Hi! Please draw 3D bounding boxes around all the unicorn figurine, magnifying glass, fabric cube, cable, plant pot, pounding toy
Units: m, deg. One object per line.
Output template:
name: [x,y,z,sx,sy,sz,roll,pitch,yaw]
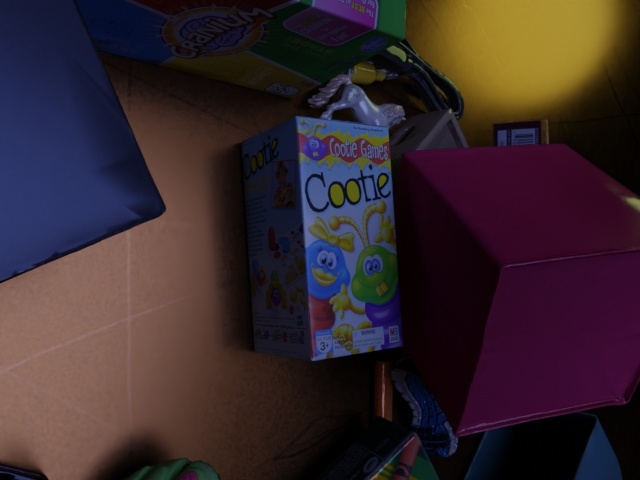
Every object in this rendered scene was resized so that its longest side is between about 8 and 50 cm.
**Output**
unicorn figurine: [0.063,-0.176,0.870,0.111,0.060,0.162,-53,132,-6]
magnifying glass: [0.089,0.290,0.865,0.092,0.026,0.231,6,81,-33]
fabric cube: [0.247,0.048,0.766,0.254,0.258,0.259,-5,124,-16]
cable: [0.119,-0.276,0.939,0.287,0.072,0.140,16,72,-44]
plant pot: [0.383,0.397,0.975,0.234,0.165,0.166,49,62,-29]
pounding toy: [0.189,-0.093,0.937,0.181,0.094,0.206,-50,121,-32]

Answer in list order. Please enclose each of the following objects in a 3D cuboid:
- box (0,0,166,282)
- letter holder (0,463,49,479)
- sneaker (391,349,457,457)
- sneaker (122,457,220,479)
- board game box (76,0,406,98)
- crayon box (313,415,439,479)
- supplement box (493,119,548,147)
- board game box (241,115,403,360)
box: [-0.312,-0.129,0.468,0.178,0.312,0.344,-28,100,-32]
letter holder: [-0.331,0.342,0.464,0.152,0.214,0.302,28,71,-29]
sneaker: [0.164,0.235,0.899,0.083,0.071,0.191,-56,132,-60]
sneaker: [-0.189,0.461,0.599,0.202,0.185,0.483,28,73,-48]
board game box: [-0.103,-0.251,0.664,0.316,0.242,0.064,6,82,-32]
crayon box: [0.097,0.427,0.802,0.202,0.081,0.319,-36,111,-26]
supplement box: [0.324,-0.114,0.973,0.188,0.080,0.104,27,65,-69]
board game box: [0.000,0.000,0.764,0.142,0.144,0.276,-2,87,-34]
